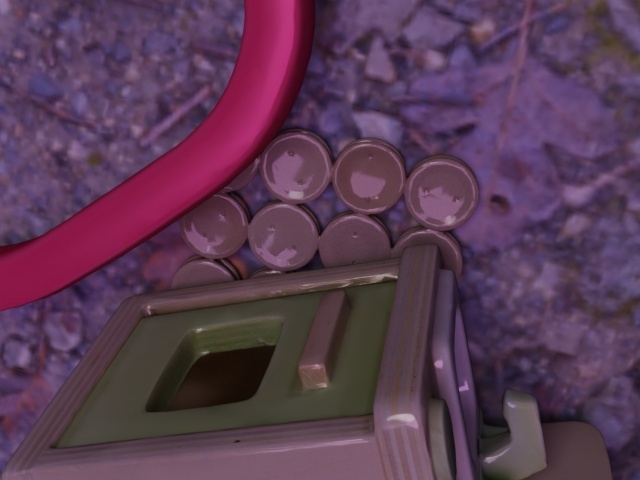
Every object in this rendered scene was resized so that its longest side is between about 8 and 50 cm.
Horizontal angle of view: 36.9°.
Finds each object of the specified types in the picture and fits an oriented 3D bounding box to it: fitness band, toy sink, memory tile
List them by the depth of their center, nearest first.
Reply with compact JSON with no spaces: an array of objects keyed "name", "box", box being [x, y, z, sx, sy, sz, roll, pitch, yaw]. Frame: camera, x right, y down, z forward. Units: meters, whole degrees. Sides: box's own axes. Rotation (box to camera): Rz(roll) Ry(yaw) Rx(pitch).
[{"name":"toy sink","box":[0.009,0.092,0.430,0.234,0.153,0.131,-8,113,14]},{"name":"fitness band","box":[-0.141,-0.087,0.456,0.290,0.054,0.209,-31,100,17]},{"name":"memory tile","box":[0.000,0.000,0.489,0.147,0.012,0.113,11,108,5]}]
